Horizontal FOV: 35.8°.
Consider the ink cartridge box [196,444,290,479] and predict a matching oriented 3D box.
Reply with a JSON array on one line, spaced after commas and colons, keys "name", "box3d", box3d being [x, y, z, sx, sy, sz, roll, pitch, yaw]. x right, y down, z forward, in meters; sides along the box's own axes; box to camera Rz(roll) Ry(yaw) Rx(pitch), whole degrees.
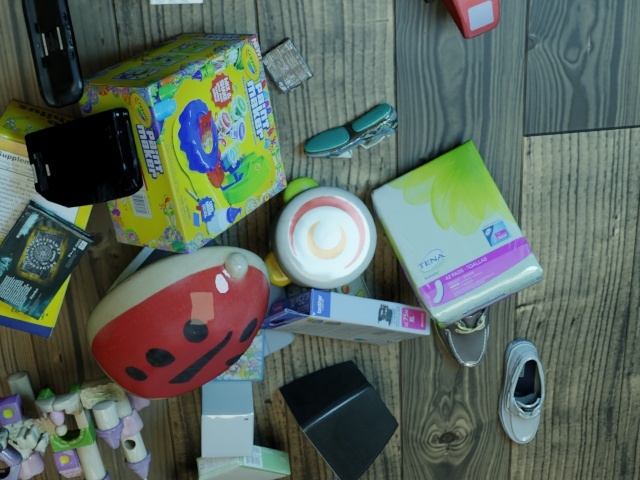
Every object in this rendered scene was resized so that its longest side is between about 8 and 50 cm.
[{"name": "ink cartridge box", "box3d": [-0.206, 0.498, 2.110, 0.235, 0.056, 0.171, -25, 150, 28]}]

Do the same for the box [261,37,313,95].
[{"name": "box", "box3d": [-0.062, -0.317, 1.810, 0.067, 0.018, 0.083, -33, 114, 9]}]

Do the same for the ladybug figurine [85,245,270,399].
[{"name": "ladybug figurine", "box3d": [-0.248, 0.159, 1.773, 0.305, 0.162, 0.449, 2, 150, -33]}]

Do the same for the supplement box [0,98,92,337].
[{"name": "supplement box", "box3d": [-0.523, -0.039, 1.787, 0.194, 0.195, 0.357, 17, 112, -14]}]

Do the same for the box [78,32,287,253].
[{"name": "box", "box3d": [-0.229, -0.175, 1.692, 0.177, 0.279, 0.290, 8, 122, 34]}]

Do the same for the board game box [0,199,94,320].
[{"name": "board game box", "box3d": [-0.492, 0.036, 1.702, 0.126, 0.026, 0.186, 33, 107, -19]}]

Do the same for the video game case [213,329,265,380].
[{"name": "video game case", "box3d": [-0.172, 0.207, 1.985, 0.119, 0.015, 0.166, 1, 114, -7]}]

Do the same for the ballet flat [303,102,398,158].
[{"name": "ballet flat", "box3d": [0.062, -0.189, 1.863, 0.188, 0.070, 0.070, -24, 115, 8]}]

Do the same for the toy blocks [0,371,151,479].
[{"name": "toy blocks", "box3d": [-0.479, 0.411, 1.935, 0.288, 0.309, 0.260, -11, 109, -1]}]

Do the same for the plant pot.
[{"name": "plant pot", "box3d": [0.049, 0.362, 2.058, 0.167, 0.188, 0.187, -36, 114, -4]}]

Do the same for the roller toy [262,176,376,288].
[{"name": "roller toy", "box3d": [0.000, 0.000, 1.873, 0.191, 0.146, 0.209, 16, 84, -9]}]

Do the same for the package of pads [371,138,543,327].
[{"name": "package of pads", "box3d": [0.249, -0.008, 1.864, 0.229, 0.101, 0.297, -26, 71, 6]}]

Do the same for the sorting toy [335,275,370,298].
[{"name": "sorting toy", "box3d": [0.061, 0.094, 2.018, 0.062, 0.012, 0.083, -21, 116, 3]}]

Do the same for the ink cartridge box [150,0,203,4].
[{"name": "ink cartridge box", "box3d": [-0.247, -0.479, 1.673, 0.089, 0.092, 0.143, -3, 114, -5]}]

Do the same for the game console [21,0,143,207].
[{"name": "game console", "box3d": [-0.394, -0.234, 1.556, 0.213, 0.044, 0.361, -8, 95, 35]}]

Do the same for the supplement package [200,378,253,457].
[{"name": "supplement package", "box3d": [-0.190, 0.345, 2.011, 0.105, 0.179, 0.105, 1, 114, -7]}]

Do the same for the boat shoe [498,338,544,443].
[{"name": "boat shoe", "box3d": [0.436, 0.342, 2.137, 0.095, 0.084, 0.258, -10, 115, -2]}]

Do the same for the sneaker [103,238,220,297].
[{"name": "sneaker", "box3d": [-0.300, 0.088, 1.890, 0.147, 0.104, 0.296, 41, 92, -4]}]

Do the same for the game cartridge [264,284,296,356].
[{"name": "game cartridge", "box3d": [-0.207, 0.166, 1.999, 0.297, 0.062, 0.198, -14, 111, 0]}]

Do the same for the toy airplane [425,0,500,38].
[{"name": "toy airplane", "box3d": [0.198, -0.554, 1.592, 0.384, 0.272, 0.386, 21, 111, -15]}]

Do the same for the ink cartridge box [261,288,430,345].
[{"name": "ink cartridge box", "box3d": [0.036, 0.149, 1.920, 0.311, 0.186, 0.065, 8, 74, -25]}]

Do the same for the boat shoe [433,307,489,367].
[{"name": "boat shoe", "box3d": [0.290, 0.129, 2.015, 0.116, 0.097, 0.324, -10, 115, -2]}]
